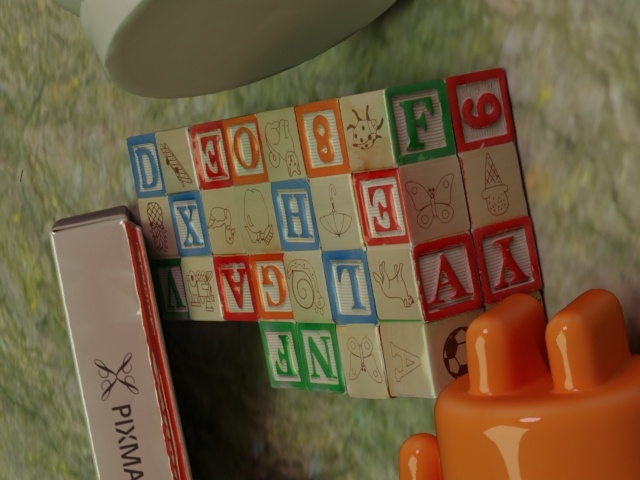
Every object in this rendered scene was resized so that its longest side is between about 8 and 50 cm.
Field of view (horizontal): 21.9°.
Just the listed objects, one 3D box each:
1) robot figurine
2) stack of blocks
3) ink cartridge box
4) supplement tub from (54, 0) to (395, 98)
[{"bbox_3d":[0.128,0.138,0.847,0.128,0.158,0.219,-154,56,-75],"label":"robot figurine"},{"bbox_3d":[0.000,0.000,1.020,0.297,0.087,0.171,-3,99,56],"label":"stack of blocks"},{"bbox_3d":[-0.138,0.129,1.200,0.261,0.066,0.296,-157,56,-81],"label":"ink cartridge box"},{"bbox_3d":[-0.087,-0.262,0.929,0.228,0.228,0.316,-45,64,52],"label":"supplement tub"}]
